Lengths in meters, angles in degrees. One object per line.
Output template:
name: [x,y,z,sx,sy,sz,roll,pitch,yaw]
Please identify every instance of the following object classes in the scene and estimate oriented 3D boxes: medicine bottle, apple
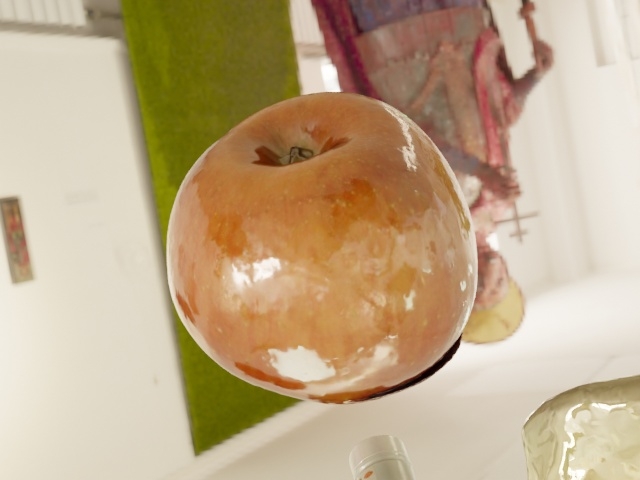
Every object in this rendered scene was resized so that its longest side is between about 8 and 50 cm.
medicine bottle: [0.062,0.228,0.918,0.057,0.057,0.089,-11,-140,-6]
apple: [0.000,0.000,0.811,0.251,0.206,0.272,3,-148,10]

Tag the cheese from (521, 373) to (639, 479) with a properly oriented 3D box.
cheese: [0.242,0.131,0.531,0.263,0.159,0.093,-16,171,22]
